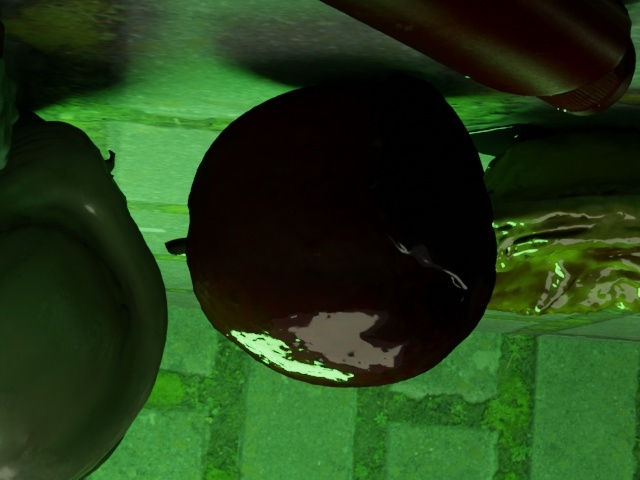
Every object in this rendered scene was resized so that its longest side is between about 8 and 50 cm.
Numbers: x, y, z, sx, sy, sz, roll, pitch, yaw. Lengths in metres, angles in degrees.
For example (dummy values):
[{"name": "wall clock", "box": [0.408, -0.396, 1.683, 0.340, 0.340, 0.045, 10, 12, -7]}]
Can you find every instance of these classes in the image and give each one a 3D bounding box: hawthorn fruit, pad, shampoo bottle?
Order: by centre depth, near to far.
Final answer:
[{"name": "shampoo bottle", "box": [0.083, -0.117, 0.793, 0.102, 0.064, 0.260, -2, 171, 30]}, {"name": "hawthorn fruit", "box": [0.000, 0.000, 1.120, 0.249, 0.215, 0.215, -3, 171, 17]}, {"name": "pad", "box": [0.179, -0.074, 1.304, 0.157, 0.003, 0.112, 10, 170, -38]}]

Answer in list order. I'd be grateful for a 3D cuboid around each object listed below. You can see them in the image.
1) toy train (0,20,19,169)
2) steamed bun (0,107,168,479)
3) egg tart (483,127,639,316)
[{"name": "toy train", "box": [-0.344, -0.094, 0.972, 0.326, 0.129, 0.159, 4, 178, -6]}, {"name": "steamed bun", "box": [-0.262, 0.080, 1.181, 0.342, 0.255, 0.367, -37, -164, -14]}, {"name": "egg tart", "box": [0.218, -0.016, 1.258, 0.294, 0.116, 0.295, 1, 163, 0]}]
